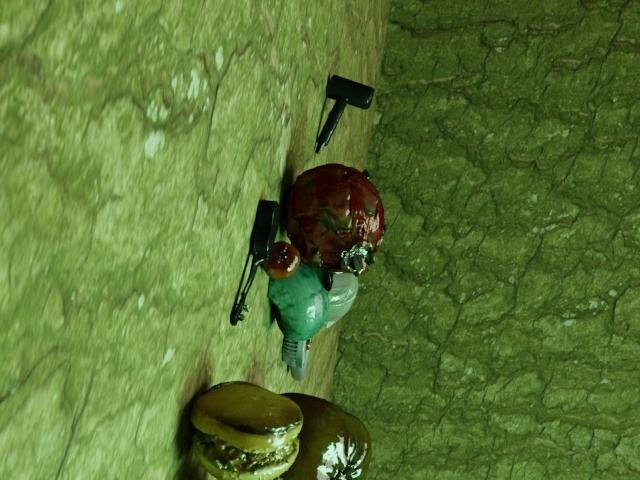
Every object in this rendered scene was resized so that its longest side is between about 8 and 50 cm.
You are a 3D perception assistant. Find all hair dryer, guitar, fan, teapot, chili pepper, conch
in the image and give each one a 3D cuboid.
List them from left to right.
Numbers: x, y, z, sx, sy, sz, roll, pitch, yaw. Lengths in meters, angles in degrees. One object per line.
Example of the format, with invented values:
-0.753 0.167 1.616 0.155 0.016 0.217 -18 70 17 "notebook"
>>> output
-0.121 0.044 1.405 0.084 0.038 0.271 84 16 -58 "guitar"
-0.058 0.315 2.050 0.244 0.074 0.130 89 11 -53 "fan"
-0.043 0.141 1.733 0.202 0.134 0.196 37 62 -81 "conch"
-0.007 -0.002 2.031 0.264 0.116 0.148 -75 159 -43 "chili pepper"
-0.002 0.143 2.152 0.163 0.221 0.178 -29 152 -30 "teapot"
0.054 -0.341 2.061 0.070 0.128 0.255 82 28 -68 "hair dryer"

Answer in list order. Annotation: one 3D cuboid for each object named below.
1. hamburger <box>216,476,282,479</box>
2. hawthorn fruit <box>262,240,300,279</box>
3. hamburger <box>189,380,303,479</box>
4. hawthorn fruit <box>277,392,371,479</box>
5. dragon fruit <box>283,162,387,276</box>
-0.141 0.511 1.201 0.302 0.170 0.302 -61 176 -7 "hamburger"
-0.085 0.047 1.546 0.093 0.081 0.081 112 -10 -65 "hawthorn fruit"
-0.125 0.305 1.179 0.182 0.191 0.118 4 106 -42 "hamburger"
-0.054 0.450 1.571 0.268 0.301 0.268 -16 112 -48 "hawthorn fruit"
0.039 -0.044 1.680 0.299 0.244 0.244 58 -16 31 "dragon fruit"
